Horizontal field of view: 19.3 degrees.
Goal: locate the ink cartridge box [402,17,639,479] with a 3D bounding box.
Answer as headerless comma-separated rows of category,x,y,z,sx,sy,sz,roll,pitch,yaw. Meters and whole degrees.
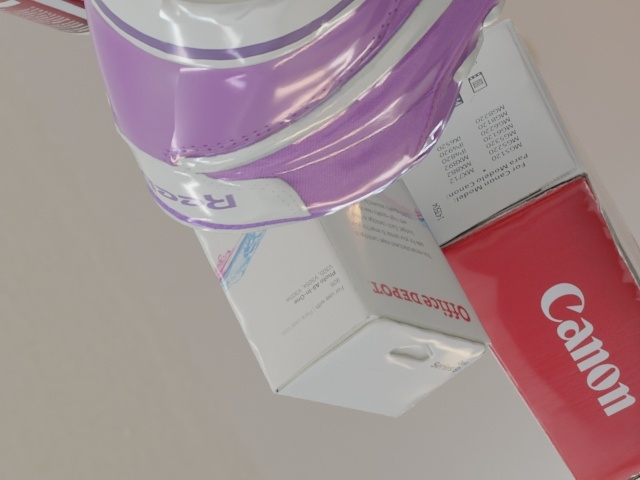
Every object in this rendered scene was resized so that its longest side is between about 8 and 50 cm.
ink cartridge box,0.181,0.039,1.409,0.309,0.130,0.272,55,-168,-37

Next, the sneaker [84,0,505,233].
sneaker,0.041,-0.115,0.563,0.282,0.161,0.102,-40,-115,-20

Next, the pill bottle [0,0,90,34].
pill bottle,-0.146,-0.160,1.029,0.152,0.086,0.086,13,-119,-62

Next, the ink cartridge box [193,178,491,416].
ink cartridge box,0.000,0.000,1.228,0.154,0.093,0.212,16,-141,-55
